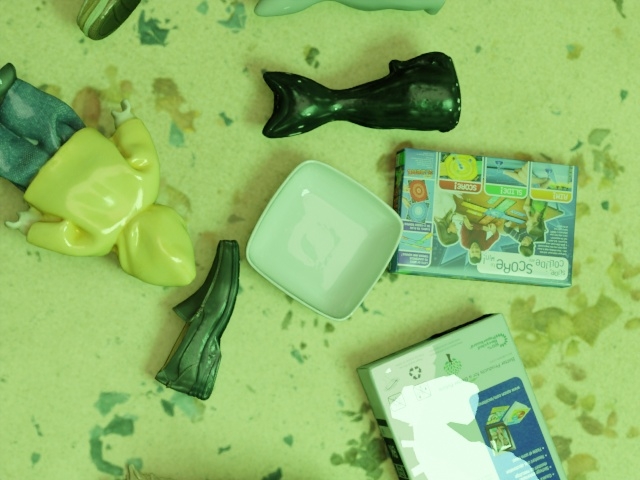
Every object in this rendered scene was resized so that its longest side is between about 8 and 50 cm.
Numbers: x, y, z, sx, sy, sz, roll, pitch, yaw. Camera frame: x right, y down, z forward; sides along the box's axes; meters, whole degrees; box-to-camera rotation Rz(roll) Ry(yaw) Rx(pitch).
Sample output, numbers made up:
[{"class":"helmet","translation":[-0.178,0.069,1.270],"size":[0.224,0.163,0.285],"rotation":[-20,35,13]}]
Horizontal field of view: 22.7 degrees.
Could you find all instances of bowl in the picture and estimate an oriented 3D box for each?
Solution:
[{"class":"bowl","translation":[0.000,0.000,1.686],"size":[0.142,0.053,0.142],"rotation":[35,80,-8]}]

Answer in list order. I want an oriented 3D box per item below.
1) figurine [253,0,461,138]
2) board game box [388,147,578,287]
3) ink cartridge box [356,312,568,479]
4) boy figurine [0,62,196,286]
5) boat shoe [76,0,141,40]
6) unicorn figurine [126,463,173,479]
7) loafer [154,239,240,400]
[{"class":"figurine","translation":[0.033,-0.215,1.697],"size":[0.209,0.092,0.215],"rotation":[-5,86,-9]},{"class":"board game box","translation":[0.179,-0.023,1.738],"size":[0.201,0.035,0.136],"rotation":[6,84,-12]},{"class":"ink cartridge box","translation":[0.175,0.259,1.701],"size":[0.165,0.065,0.333],"rotation":[-21,89,-14]},{"class":"boy figurine","translation":[-0.233,-0.060,1.619],"size":[0.285,0.092,0.177],"rotation":[37,78,-8]},{"class":"boat shoe","translation":[-0.206,-0.295,1.663],"size":[0.072,0.068,0.190],"rotation":[32,69,4]},{"class":"unicorn figurine","translation":[-0.175,0.317,1.618],"size":[0.111,0.060,0.162],"rotation":[15,85,-8]},{"class":"loafer","translation":[-0.124,0.077,1.649],"size":[0.061,0.062,0.170],"rotation":[15,81,-7]}]
